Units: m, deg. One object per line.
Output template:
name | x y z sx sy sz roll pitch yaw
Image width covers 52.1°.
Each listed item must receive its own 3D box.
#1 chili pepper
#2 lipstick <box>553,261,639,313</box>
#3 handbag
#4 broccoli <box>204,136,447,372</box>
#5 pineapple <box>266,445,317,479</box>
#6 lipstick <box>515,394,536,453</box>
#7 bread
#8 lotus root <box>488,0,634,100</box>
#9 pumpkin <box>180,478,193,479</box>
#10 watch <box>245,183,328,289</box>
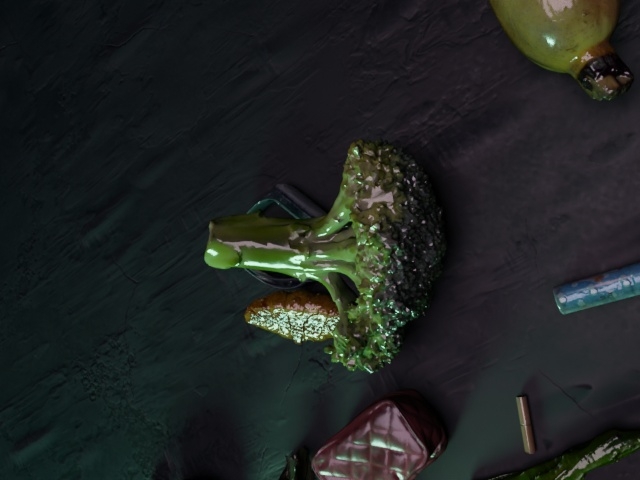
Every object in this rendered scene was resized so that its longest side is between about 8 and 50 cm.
chili pepper | 0.384 0.377 1.037 0.359 0.076 0.085 -32 52 27
lipstick | 0.440 0.070 0.999 0.157 0.048 0.048 -21 82 28
handbag | 0.106 0.367 1.152 0.225 0.135 0.146 -43 72 19
broccoli | 0.022 -0.027 1.109 0.397 0.275 0.353 32 73 24
pineapple | 0.002 0.530 1.228 0.277 0.119 0.130 49 132 20
lipstick | 0.339 0.303 1.082 0.018 0.019 0.094 -10 88 29
bread | -0.026 0.140 1.238 0.232 0.076 0.105 4 123 16
lotus root | 0.352 -0.336 0.953 0.182 0.182 0.310 -30 79 27
pumpkin | -0.279 0.601 1.374 0.194 0.150 0.194 -25 50 35
watch | -0.066 0.005 1.268 0.206 0.068 0.193 38 113 26
